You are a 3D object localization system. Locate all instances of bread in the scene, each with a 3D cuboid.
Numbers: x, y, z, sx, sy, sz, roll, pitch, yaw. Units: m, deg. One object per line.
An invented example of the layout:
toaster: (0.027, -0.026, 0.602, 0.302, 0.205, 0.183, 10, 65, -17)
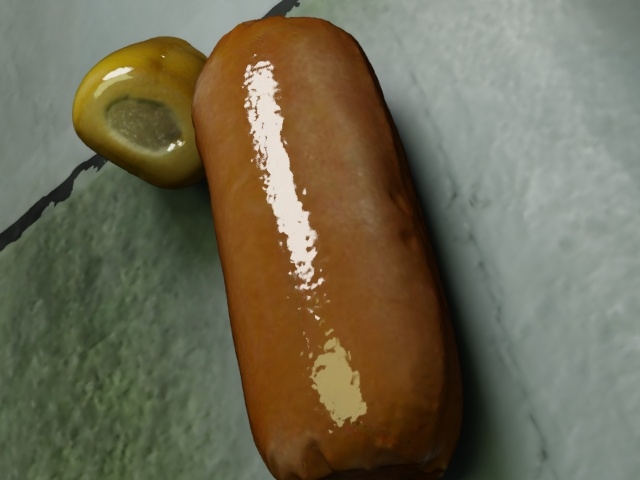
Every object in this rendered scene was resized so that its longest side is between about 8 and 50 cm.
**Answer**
bread: (-0.063, -0.056, 0.725, 0.062, 0.103, 0.049, 31, 102, -2)

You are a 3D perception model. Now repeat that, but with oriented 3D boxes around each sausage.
sausage: (0.000, 0.000, 0.629, 0.076, 0.076, 0.198, -29, 54, 22)
